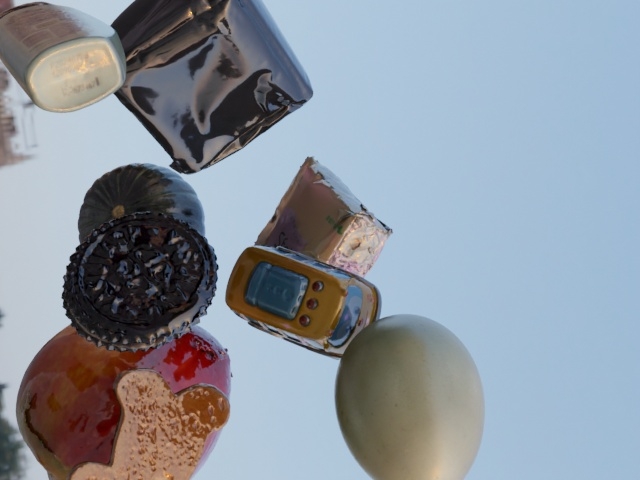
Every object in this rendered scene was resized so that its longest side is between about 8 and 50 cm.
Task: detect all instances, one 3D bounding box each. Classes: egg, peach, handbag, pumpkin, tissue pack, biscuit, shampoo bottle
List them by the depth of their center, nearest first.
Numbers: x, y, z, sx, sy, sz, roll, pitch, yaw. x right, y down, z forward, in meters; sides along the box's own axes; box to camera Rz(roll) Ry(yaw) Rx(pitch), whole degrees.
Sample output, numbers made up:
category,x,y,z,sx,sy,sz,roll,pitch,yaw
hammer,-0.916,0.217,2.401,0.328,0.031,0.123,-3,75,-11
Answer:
category,x,y,z,sx,sy,sz,roll,pitch,yaw
biscuit,-0.217,0.049,1.145,0.053,0.195,0.194,92,-26,-54
egg,0.113,0.208,1.192,0.253,0.189,0.188,-101,-161,-48
shampoo bottle,-0.332,-0.244,1.196,0.359,0.134,0.078,39,-31,58
biscuit,-0.257,0.343,1.338,0.049,0.205,0.324,-13,-121,58
handbag,-0.191,-0.275,1.476,0.302,0.275,0.178,50,12,-53
peach,-0.322,0.274,1.612,0.370,0.370,0.370,31,-54,56
tissue pack,0.000,0.000,1.641,0.215,0.123,0.256,-58,-150,12
pumpkin,-0.336,-0.026,1.802,0.216,0.250,0.249,0,78,-79

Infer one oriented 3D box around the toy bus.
category,x,y,z,sx,sy,sz,roll,pitch,yaw
toy bus,-0.030,0.081,1.328,0.209,0.136,0.126,19,-95,27
